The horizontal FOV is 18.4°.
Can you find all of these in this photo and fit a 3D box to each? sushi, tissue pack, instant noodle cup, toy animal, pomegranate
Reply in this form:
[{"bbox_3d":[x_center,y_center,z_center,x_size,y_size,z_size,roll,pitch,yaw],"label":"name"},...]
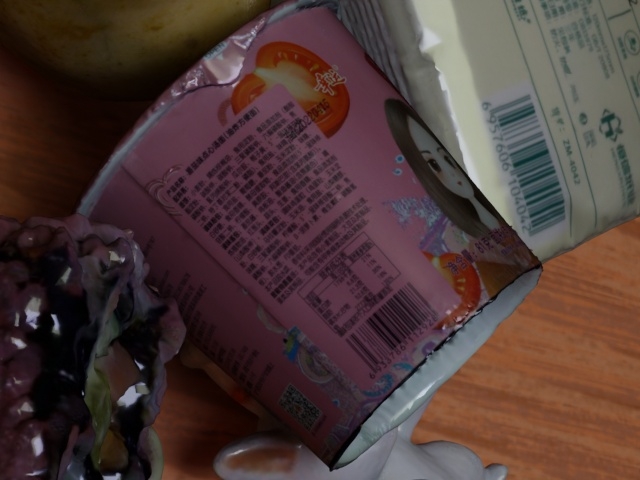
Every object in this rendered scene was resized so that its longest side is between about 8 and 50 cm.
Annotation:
[{"bbox_3d":[-0.180,0.113,1.175,0.236,0.171,0.270,47,46,-58],"label":"sushi"},{"bbox_3d":[0.104,-0.162,1.480,0.297,0.207,0.380,-21,94,-40],"label":"tissue pack"},{"bbox_3d":[0.000,0.000,1.283,0.231,0.243,0.243,46,50,10],"label":"instant noodle cup"},{"bbox_3d":[0.029,0.151,1.393,0.282,0.138,0.140,49,21,-27],"label":"toy animal"},{"bbox_3d":[-0.130,-0.203,1.284,0.233,0.233,0.233,10,75,-39],"label":"pomegranate"}]
